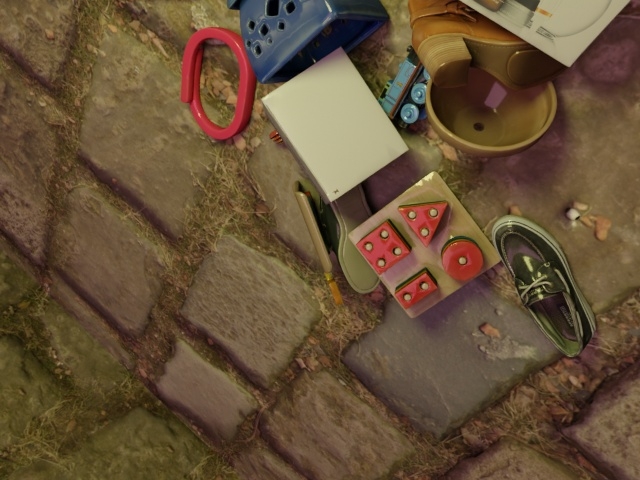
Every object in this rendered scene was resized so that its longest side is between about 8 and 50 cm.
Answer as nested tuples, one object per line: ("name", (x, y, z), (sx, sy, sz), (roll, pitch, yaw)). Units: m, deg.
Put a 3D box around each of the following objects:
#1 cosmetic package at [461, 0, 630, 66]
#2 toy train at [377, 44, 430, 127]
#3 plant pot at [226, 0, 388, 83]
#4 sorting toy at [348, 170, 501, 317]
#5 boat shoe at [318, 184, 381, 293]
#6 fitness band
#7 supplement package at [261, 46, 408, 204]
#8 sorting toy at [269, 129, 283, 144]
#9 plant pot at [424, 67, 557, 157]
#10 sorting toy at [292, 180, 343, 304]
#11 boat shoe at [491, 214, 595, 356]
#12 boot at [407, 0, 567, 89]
("cosmetic package", (0.298, -0.468, 0.729), (0.377, 0.097, 0.284), (31, 143, 0))
("toy train", (0.199, -0.331, 1.090), (0.105, 0.080, 0.184), (41, 128, 16))
("plant pot", (-0.037, -0.483, 1.068), (0.236, 0.236, 0.212), (-28, 91, 39))
("sorting toy", (0.234, 0.019, 1.176), (0.255, 0.089, 0.257), (-37, 91, 16))
("boat shoe", (0.067, -0.033, 1.306), (0.339, 0.127, 0.113), (68, 166, -15))
("fitness band", (-0.270, -0.411, 1.362), (0.209, 0.054, 0.290), (26, 126, 16))
("supplement package", (0.028, -0.244, 1.138), (0.204, 0.145, 0.261), (-34, 94, -2))
("sorting toy", (-0.088, -0.273, 1.309), (0.042, 0.061, 0.102), (59, 151, -6))
("plant pot", (0.318, -0.249, 1.001), (0.237, 0.237, 0.109), (33, 164, 14))
("sorting toy", (0.000, 0.000, 1.321), (0.041, 0.229, 0.307), (-21, 104, -1))
("boat shoe", (0.480, 0.096, 1.099), (0.121, 0.119, 0.335), (-36, 92, 39))
("boot", (0.307, -0.384, 0.955), (0.284, 0.220, 0.109), (-9, 148, 0))
